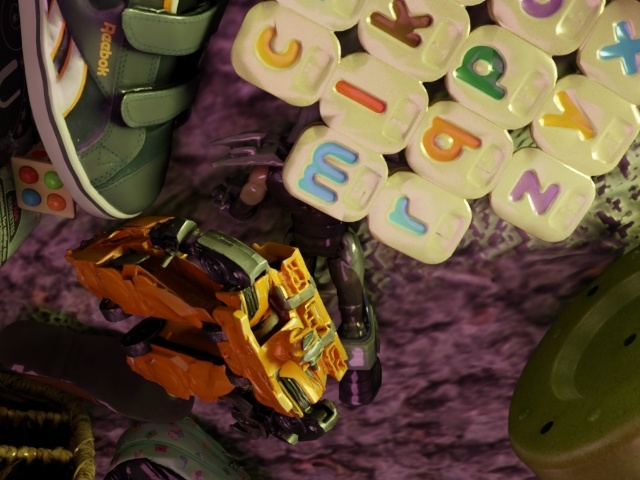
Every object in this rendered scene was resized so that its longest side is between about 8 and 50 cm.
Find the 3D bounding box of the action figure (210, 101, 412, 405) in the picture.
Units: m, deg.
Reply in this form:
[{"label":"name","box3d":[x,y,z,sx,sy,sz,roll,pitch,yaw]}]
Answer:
[{"label":"action figure","box3d":[0.000,0.000,0.615,0.185,0.099,0.285,7,122,16]}]

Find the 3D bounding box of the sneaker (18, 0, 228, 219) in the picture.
[{"label":"sneaker","box3d":[-0.132,-0.153,0.516,0.127,0.126,0.321,7,124,15]}]

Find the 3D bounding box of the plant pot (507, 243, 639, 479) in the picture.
[{"label":"plant pot","box3d":[0.343,0.177,0.528,0.353,0.366,0.366,41,123,-2]}]

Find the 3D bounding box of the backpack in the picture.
[{"label":"backpack","box3d":[-0.163,0.287,0.832,0.152,0.115,0.182,-36,110,18]}]

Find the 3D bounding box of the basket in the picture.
[{"label":"basket","box3d":[-0.395,0.206,0.749,0.299,0.213,0.223,13,135,-22]}]

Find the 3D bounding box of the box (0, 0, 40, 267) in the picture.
[{"label":"box","box3d":[-0.339,-0.092,0.595,0.163,0.142,0.247,13,128,2]}]

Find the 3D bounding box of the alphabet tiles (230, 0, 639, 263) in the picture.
[{"label":"alphabet tiles","box3d":[0.093,-0.128,0.497,0.278,0.021,0.284,26,107,-8]}]

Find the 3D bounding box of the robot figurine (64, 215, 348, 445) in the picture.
[{"label":"robot figurine","box3d":[-0.096,0.062,0.602,0.291,0.085,0.211,3,125,45]}]

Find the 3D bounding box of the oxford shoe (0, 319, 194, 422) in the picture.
[{"label":"oxford shoe","box3d":[-0.239,0.143,0.791,0.212,0.076,0.076,23,156,-6]}]

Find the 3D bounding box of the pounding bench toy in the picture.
[{"label":"pounding bench toy","box3d":[-0.217,-0.055,0.639,0.083,0.065,0.052,11,125,4]}]
